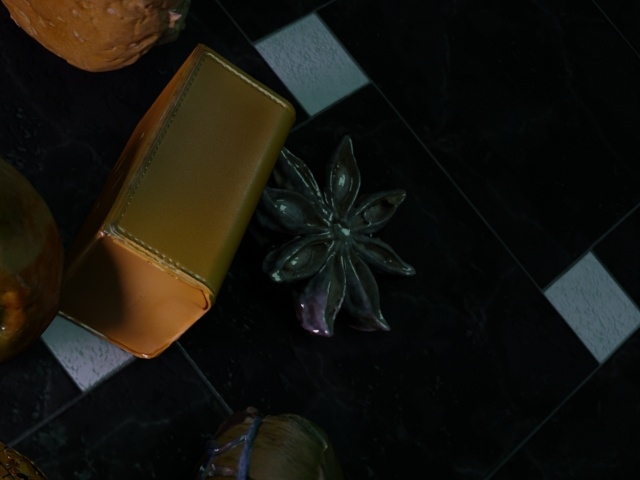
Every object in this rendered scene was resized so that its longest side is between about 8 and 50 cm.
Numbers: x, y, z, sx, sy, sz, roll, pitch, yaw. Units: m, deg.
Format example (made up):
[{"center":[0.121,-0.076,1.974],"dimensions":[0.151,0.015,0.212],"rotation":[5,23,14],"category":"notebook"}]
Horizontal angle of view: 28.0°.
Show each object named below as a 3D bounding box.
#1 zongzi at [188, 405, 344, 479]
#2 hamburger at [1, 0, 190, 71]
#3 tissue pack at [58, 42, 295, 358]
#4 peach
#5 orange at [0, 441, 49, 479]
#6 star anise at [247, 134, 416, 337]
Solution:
[{"center":[0.012,0.338,1.198],"dimensions":[0.393,0.174,0.356],"rotation":[8,49,22],"category":"zongzi"},{"center":[-0.262,-0.293,1.466],"dimensions":[0.330,0.209,0.162],"rotation":[25,55,30],"category":"hamburger"},{"center":[-0.156,-0.040,1.383],"dimensions":[0.145,0.194,0.274],"rotation":[30,54,-12],"category":"tissue pack"},{"center":[-0.351,0.015,1.223],"dimensions":[0.214,0.235,0.214],"rotation":[9,57,-14],"category":"peach"},{"center":[-0.339,0.274,1.120],"dimensions":[0.234,0.182,0.234],"rotation":[6,70,-18],"category":"orange"},{"center":[0.000,-0.001,1.506],"dimensions":[0.223,0.109,0.236],"rotation":[-3,81,-37],"category":"star anise"}]
